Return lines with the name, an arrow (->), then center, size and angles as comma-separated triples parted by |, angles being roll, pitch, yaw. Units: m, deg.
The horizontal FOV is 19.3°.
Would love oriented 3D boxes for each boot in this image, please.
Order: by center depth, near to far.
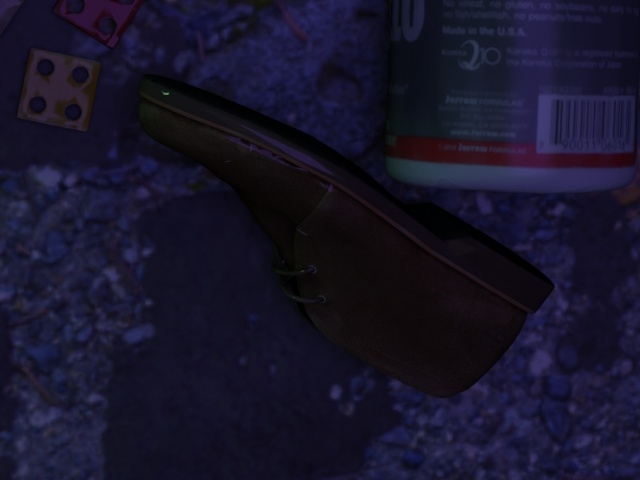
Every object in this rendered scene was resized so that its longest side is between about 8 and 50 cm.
boot -> 0.000, 0.000, 1.211 | 0.305, 0.112, 0.115 | 31, 99, -17

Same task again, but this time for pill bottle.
pill bottle -> 0.124, -0.176, 1.187 | 0.161, 0.161, 0.283 | 0, 96, -13

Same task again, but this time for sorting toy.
sorting toy -> -0.235, -0.173, 1.161 | 0.274, 0.046, 0.132 | 35, 88, -15
